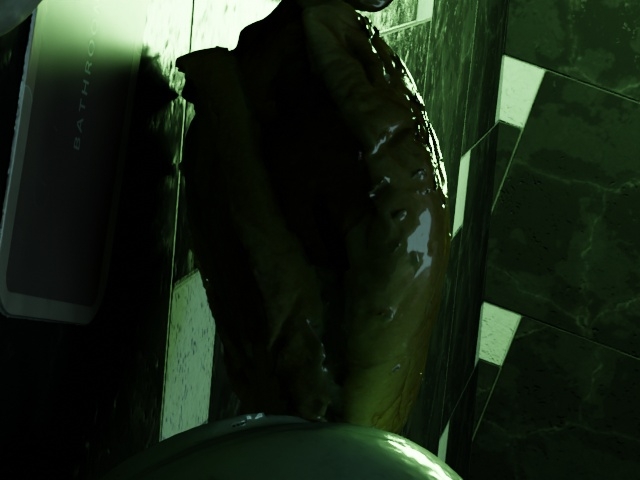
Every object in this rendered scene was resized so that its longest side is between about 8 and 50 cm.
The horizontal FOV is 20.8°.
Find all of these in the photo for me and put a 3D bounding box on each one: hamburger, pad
[{"bbox_3d":[-0.001,-0.001,1.035,0.285,0.134,0.265,92,-22,-58],"label":"hamburger"},{"bbox_3d":[-0.121,-0.089,0.902,0.176,0.002,0.266,26,72,-79],"label":"pad"}]

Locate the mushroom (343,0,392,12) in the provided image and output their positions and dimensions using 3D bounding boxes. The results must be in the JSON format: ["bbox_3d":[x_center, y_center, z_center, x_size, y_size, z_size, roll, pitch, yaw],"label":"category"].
[{"bbox_3d":[0.034,-0.301,1.370,0.333,0.087,0.107,71,29,-62],"label":"mushroom"}]

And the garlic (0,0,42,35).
[{"bbox_3d":[-0.070,-0.150,0.542,0.199,0.226,0.199,7,90,-85],"label":"garlic"}]

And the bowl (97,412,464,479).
[{"bbox_3d":[-0.035,0.200,0.898,0.307,0.307,0.163,79,-15,-59],"label":"bowl"}]
